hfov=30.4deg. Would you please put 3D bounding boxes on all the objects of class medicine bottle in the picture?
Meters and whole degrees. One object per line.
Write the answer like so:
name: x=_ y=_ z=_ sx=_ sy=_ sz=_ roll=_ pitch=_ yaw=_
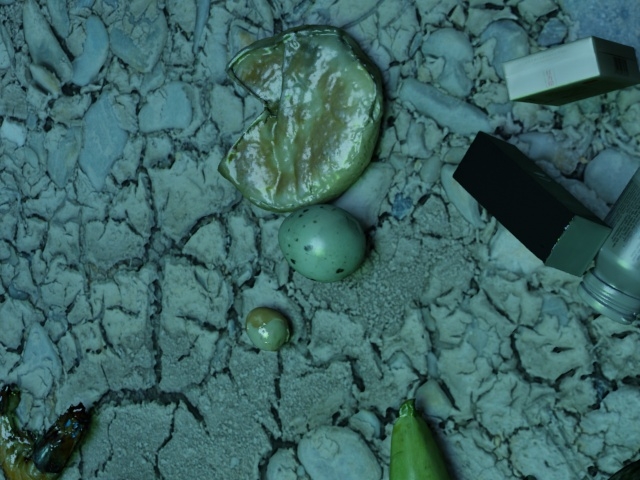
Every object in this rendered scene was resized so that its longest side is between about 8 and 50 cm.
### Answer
medicine bottle: x=0.455 y=0.007 z=1.653 sx=0.135 sy=0.135 sz=0.215 roll=38 pitch=109 yaw=26

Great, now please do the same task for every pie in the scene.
pie: x=-0.033 y=-0.204 z=1.988 sx=0.337 sy=0.075 sz=0.337 roll=0 pitch=89 yaw=26

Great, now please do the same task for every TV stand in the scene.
TV stand: x=0.301 y=-0.057 z=1.711 sx=0.088 sy=0.082 sz=0.269 roll=-60 pitch=36 yaw=16

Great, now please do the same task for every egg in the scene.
egg: x=-0.094 y=0.150 z=2.026 sx=0.083 sy=0.071 sz=0.071 roll=36 pitch=108 yaw=30
egg: x=0.000 y=0.000 z=1.940 sx=0.164 sy=0.131 sz=0.131 roll=30 pitch=106 yaw=45

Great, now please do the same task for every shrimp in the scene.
shrimp: x=-0.558 y=0.363 z=2.315 sx=0.290 sy=0.054 sz=0.222 roll=-43 pitch=69 yaw=32

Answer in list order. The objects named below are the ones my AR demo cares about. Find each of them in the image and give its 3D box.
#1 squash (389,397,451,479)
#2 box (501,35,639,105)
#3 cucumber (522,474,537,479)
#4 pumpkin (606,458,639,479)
squash: x=0.167 y=0.434 z=1.841 sx=0.118 sy=0.118 sz=0.371 roll=-22 pitch=78 yaw=29
box: x=0.359 y=-0.237 z=1.673 sx=0.141 sy=0.201 sz=0.058 roll=-13 pitch=87 yaw=32
cucumber: x=0.285 y=0.414 z=1.817 sx=0.133 sy=0.032 sz=0.032 roll=-49 pitch=67 yaw=21
pumpkin: x=0.505 y=0.474 z=1.454 sx=0.344 sy=0.454 sz=0.454 roll=-35 pitch=71 yaw=4
